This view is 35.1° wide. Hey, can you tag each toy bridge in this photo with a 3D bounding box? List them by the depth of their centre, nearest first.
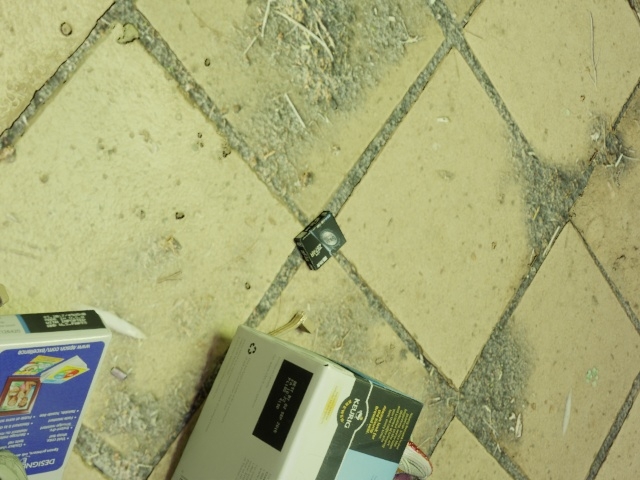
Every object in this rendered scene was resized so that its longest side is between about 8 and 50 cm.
[{"bbox_3d":[-0.078,0.189,1.650,0.063,0.026,0.188,49,64,-31],"label":"toy bridge"}]

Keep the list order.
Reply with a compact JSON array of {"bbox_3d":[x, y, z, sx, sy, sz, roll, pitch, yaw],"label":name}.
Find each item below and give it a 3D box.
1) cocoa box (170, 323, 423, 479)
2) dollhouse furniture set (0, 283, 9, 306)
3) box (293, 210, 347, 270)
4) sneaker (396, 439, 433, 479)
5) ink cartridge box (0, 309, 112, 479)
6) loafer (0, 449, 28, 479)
[{"bbox_3d":[-0.048,0.341,1.529,0.228,0.231,0.347,27,85,-40],"label":"cocoa box"},{"bbox_3d":[-0.450,0.071,1.241,0.081,0.114,0.091,-16,78,-53],"label":"dollhouse furniture set"},{"bbox_3d":[0.000,0.000,1.706,0.083,0.018,0.067,-43,119,-30],"label":"box"},{"bbox_3d":[0.115,0.382,1.808,0.225,0.088,0.092,37,91,-36],"label":"sneaker"},{"bbox_3d":[-0.448,0.230,1.279,0.304,0.072,0.307,-1,127,-41],"label":"ink cartridge box"},{"bbox_3d":[-0.380,0.419,1.249,0.112,0.111,0.319,-17,96,-19],"label":"loafer"}]
